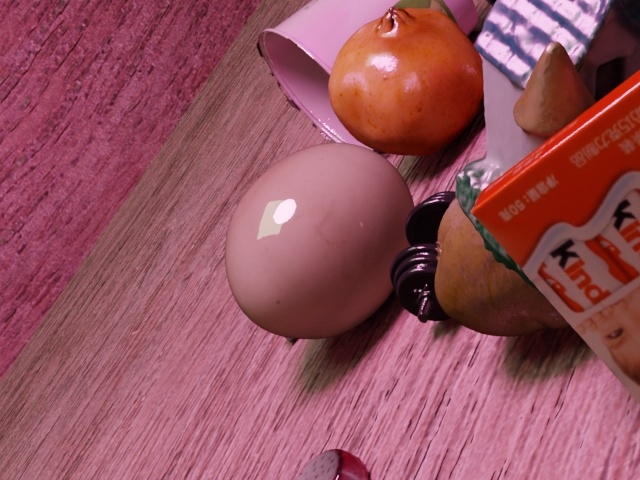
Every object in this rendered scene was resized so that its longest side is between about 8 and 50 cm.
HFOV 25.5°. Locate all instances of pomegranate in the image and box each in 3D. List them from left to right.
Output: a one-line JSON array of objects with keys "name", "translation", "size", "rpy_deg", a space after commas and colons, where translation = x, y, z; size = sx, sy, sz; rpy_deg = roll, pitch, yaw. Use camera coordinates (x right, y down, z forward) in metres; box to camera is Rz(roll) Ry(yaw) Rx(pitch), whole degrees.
[{"name": "pomegranate", "translation": [0.118, -0.207, 1.893], "size": [0.209, 0.209, 0.209], "rpy_deg": [-43, 19, 18]}]

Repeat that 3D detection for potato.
[{"name": "potato", "translation": [0.213, 0.000, 1.326], "size": [0.251, 0.159, 0.174], "rpy_deg": [-14, 66, 41]}]

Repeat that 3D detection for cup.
[{"name": "cup", "translation": [0.082, -0.300, 2.136], "size": [0.274, 0.253, 0.253], "rpy_deg": [-44, 17, -13]}]

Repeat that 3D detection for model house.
[{"name": "model house", "translation": [0.245, -0.143, 1.095], "size": [0.267, 0.325, 0.194], "rpy_deg": [-22, 38, -14]}]

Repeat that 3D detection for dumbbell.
[{"name": "dumbbell", "translation": [0.134, 0.015, 1.563], "size": [0.099, 0.099, 0.208], "rpy_deg": [-34, 23, 38]}]

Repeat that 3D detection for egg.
[{"name": "egg", "translation": [0.000, 0.000, 1.716], "size": [0.269, 0.219, 0.219], "rpy_deg": [-41, 13, -26]}]

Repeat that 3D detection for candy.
[{"name": "candy", "translation": [0.004, 0.262, 1.453], "size": [0.103, 0.043, 0.103], "rpy_deg": [-43, 19, 19]}]

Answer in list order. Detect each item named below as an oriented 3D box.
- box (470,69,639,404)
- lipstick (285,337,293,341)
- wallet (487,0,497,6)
[{"name": "box", "translation": [0.289, -0.004, 0.974], "size": [0.273, 0.265, 0.048], "rpy_deg": [-40, 6, 28]}, {"name": "lipstick", "translation": [-0.012, 0.083, 1.876], "size": [0.116, 0.037, 0.037], "rpy_deg": [-45, 18, 0]}, {"name": "wallet", "translation": [0.216, -0.419, 2.064], "size": [0.071, 0.221, 0.262], "rpy_deg": [-49, 18, 15]}]
